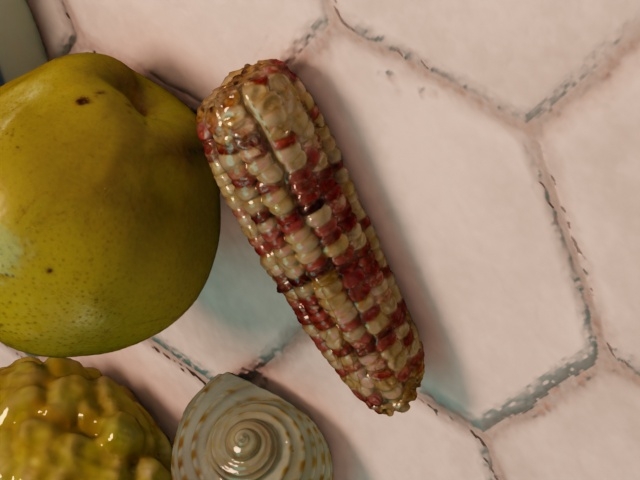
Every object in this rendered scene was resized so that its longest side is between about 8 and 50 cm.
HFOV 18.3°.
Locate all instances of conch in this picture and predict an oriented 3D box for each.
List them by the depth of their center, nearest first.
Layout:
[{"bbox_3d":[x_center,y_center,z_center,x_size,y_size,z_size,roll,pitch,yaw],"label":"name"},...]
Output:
[{"bbox_3d":[-0.057,0.161,1.402,0.135,0.102,0.153,56,149,22],"label":"conch"}]

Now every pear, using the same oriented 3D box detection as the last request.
[{"bbox_3d":[-0.154,-0.016,1.271,0.198,0.198,0.198,30,140,30],"label":"pear"}]

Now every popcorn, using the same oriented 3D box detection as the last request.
[{"bbox_3d":[-0.210,0.220,1.532,0.259,0.212,0.259,18,121,33],"label":"popcorn"}]

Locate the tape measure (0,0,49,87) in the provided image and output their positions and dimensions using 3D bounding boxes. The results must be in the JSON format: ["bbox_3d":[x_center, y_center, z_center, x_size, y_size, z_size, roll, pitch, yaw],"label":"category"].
[{"bbox_3d":[-0.306,-0.119,1.408,0.262,0.138,0.259,14,129,43],"label":"tape measure"}]

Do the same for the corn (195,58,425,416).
[{"bbox_3d":[0.000,0.000,1.213,0.079,0.079,0.237,-4,121,51],"label":"corn"}]
